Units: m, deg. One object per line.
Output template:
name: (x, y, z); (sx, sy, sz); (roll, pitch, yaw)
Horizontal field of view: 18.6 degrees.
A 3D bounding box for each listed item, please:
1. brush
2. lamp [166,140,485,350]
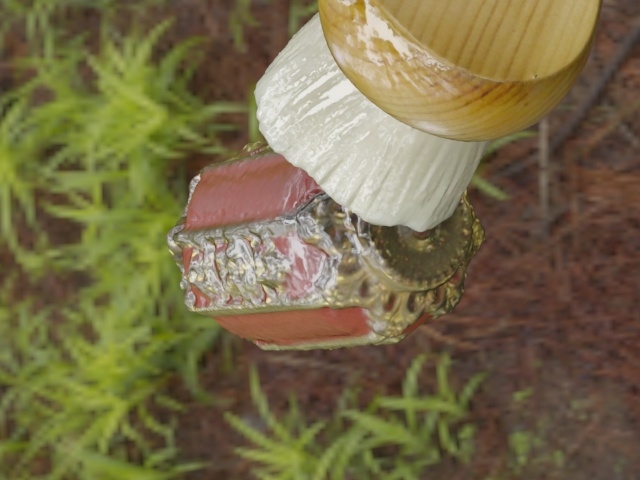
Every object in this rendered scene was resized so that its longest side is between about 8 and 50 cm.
brush: (0.085, -0.152, 1.256); (0.174, 0.266, 0.166); (32, 145, -2)
lamp: (0.000, 0.000, 1.506); (0.274, 0.177, 0.177); (-10, 85, 55)
